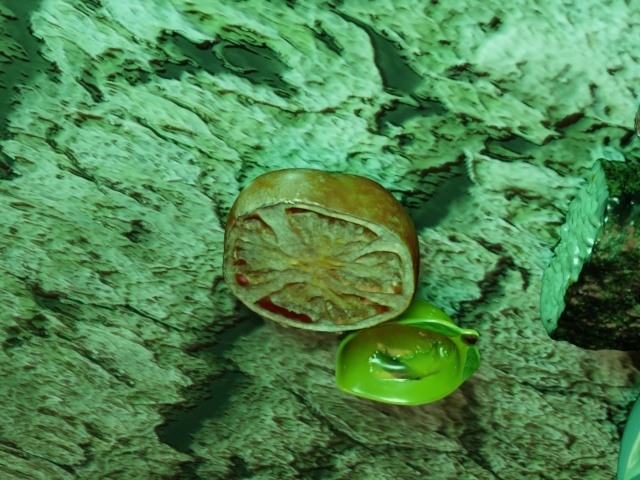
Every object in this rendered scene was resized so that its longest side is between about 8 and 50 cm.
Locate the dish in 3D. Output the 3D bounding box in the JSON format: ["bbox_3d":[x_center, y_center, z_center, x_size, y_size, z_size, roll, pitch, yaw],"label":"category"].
[{"bbox_3d":[0.106,0.121,1.410,0.207,0.080,0.149,-24,125,31],"label":"dish"}]

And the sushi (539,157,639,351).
[{"bbox_3d":[0.318,0.019,1.239,0.127,0.124,0.225,10,131,-3],"label":"sushi"}]

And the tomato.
[{"bbox_3d":[0.000,0.000,1.286,0.236,0.095,0.237,5,141,4],"label":"tomato"}]

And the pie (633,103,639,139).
[{"bbox_3d":[0.383,-0.124,1.138,0.153,0.038,0.153,5,139,4],"label":"pie"}]

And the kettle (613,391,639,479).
[{"bbox_3d":[0.528,0.268,1.421,0.319,0.247,0.342,41,124,2],"label":"kettle"}]
